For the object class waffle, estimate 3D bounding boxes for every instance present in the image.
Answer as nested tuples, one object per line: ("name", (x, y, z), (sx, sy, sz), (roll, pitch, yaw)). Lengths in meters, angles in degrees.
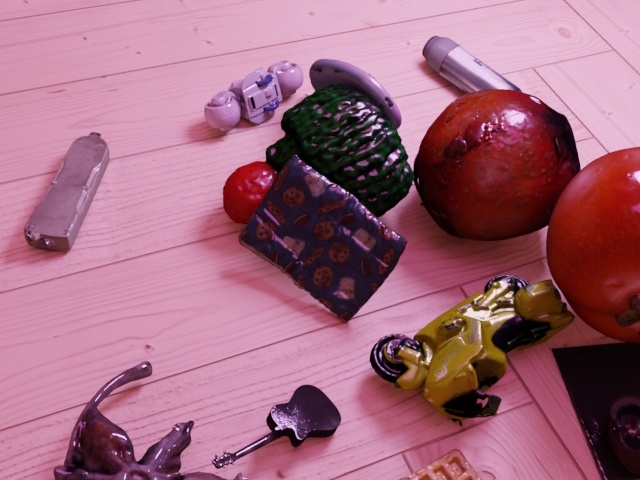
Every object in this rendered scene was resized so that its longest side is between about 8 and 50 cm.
("waffle", (0.210, 0.406, 1.141), (0.125, 0.032, 0.191), (-20, 55, -24))

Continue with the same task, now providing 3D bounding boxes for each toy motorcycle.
("toy motorcycle", (0.262, 0.171, 1.273), (0.342, 0.142, 0.206), (-26, 60, -24))
("toy motorcycle", (-0.144, -0.307, 1.647), (0.254, 0.112, 0.112), (-35, 63, -31))

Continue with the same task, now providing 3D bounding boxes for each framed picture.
("framed picture", (0.577, 0.272, 1.318), (0.324, 0.013, 0.244), (-2, 52, -11))

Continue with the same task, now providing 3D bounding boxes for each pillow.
("pillow", (0.002, 0.000, 1.339), (0.255, 0.189, 0.034), (38, 16, 8))

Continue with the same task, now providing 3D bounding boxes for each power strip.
("power strip", (-0.457, -0.093, 1.447), (0.080, 0.048, 0.286), (11, 50, -2))

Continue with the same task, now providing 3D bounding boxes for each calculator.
("calculator", (0.061, -0.286, 1.578), (0.041, 0.185, 0.299), (-47, 29, -10))

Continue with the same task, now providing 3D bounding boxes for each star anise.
("star anise", (-0.244, 0.351, 1.078), (0.316, 0.139, 0.359), (35, 39, 10))

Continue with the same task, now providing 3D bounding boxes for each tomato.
("tomato", (0.520, -0.003, 1.260), (0.321, 0.321, 0.321), (4, 50, -5))

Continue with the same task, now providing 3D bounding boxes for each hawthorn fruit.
("hawthorn fruit", (0.329, -0.136, 1.445), (0.316, 0.316, 0.316), (4, 50, -5))

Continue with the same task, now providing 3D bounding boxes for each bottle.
("bottle", (0.341, -0.371, 1.773), (0.253, 0.079, 0.096), (42, 19, 24))

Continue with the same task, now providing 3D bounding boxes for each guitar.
("guitar", (-0.066, 0.283, 1.164), (0.233, 0.025, 0.088), (-17, 54, -44))

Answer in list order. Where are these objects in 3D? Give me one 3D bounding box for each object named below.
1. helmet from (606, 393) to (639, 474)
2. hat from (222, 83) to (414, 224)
("helmet", (0.490, 0.309, 1.222), (0.098, 0.070, 0.123), (-4, 44, -19))
("hat", (-0.019, -0.117, 1.450), (0.332, 0.242, 0.274), (-31, 34, -3))
